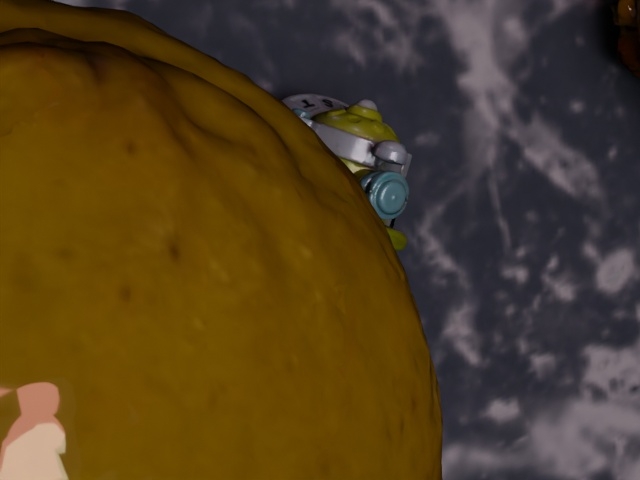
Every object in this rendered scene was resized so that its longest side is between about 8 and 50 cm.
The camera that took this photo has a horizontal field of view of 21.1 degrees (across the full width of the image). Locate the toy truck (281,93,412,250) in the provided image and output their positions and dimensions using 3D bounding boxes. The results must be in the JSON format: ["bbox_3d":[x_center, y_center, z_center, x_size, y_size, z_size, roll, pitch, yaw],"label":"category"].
[{"bbox_3d":[0.000,0.000,0.643,0.076,0.077,0.111,15,94,-28],"label":"toy truck"}]

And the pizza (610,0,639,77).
[{"bbox_3d":[0.197,-0.071,0.734,0.246,0.058,0.127,35,83,-28],"label":"pizza"}]

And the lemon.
[{"bbox_3d":[-0.106,0.074,0.488,0.297,0.297,0.297,-6,104,-25],"label":"lemon"}]
